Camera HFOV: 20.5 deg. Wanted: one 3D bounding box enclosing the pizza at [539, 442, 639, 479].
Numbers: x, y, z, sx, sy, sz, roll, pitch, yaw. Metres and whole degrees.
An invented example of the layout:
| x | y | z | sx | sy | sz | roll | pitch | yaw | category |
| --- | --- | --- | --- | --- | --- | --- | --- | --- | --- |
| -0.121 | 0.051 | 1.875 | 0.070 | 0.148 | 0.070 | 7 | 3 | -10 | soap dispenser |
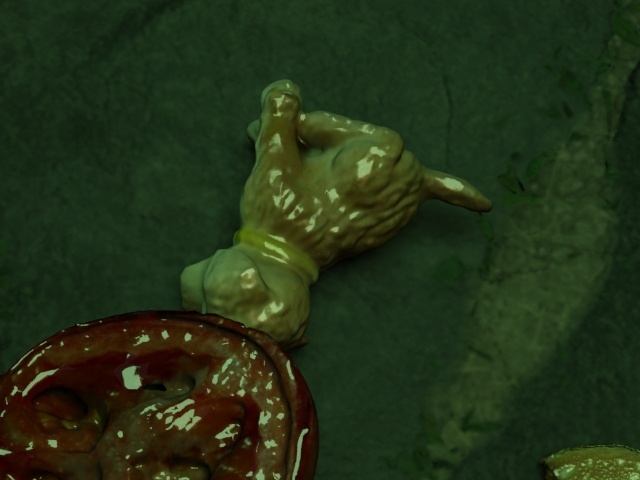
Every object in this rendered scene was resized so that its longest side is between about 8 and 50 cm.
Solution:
| x | y | z | sx | sy | sz | roll | pitch | yaw | category |
| --- | --- | --- | --- | --- | --- | --- | --- | --- | --- |
| 0.189 | 0.175 | 1.195 | 0.083 | 0.025 | 0.078 | 4 | 60 | 2 | pizza |

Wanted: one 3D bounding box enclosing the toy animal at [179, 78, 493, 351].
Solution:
| x | y | z | sx | sy | sz | roll | pitch | yaw | category |
| --- | --- | --- | --- | --- | --- | --- | --- | --- | --- |
| 0.008 | 0.011 | 1.206 | 0.184 | 0.104 | 0.185 | 20 | 61 | 3 | toy animal |

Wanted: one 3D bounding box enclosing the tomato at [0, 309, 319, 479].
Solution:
| x | y | z | sx | sy | sz | roll | pitch | yaw | category |
| --- | --- | --- | --- | --- | --- | --- | --- | --- | --- |
| -0.107 | 0.152 | 1.129 | 0.228 | 0.101 | 0.228 | -3 | 64 | 7 | tomato |
